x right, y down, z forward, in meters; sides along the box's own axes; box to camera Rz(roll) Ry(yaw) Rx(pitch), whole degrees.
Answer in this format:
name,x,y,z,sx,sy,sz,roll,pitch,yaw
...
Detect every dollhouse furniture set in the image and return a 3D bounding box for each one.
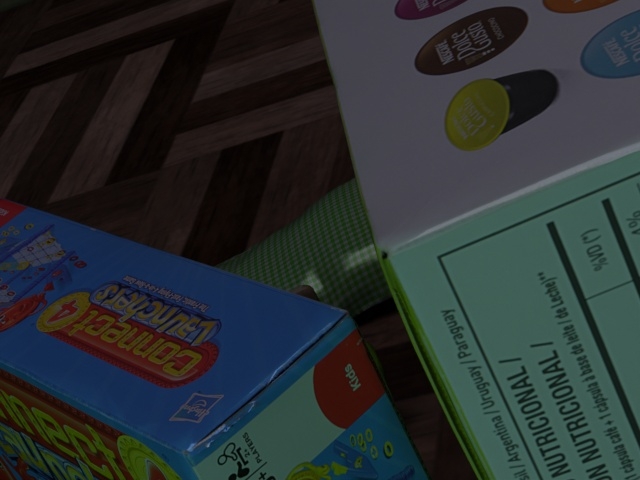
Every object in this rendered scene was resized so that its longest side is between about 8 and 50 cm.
name,x,y,z,sx,sy,sz,roll,pitch,yaw
dollhouse furniture set,0.000,0.000,1.108,0.198,0.151,0.301,-27,27,0

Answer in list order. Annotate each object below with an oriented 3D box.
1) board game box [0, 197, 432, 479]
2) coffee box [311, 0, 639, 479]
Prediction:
name,x,y,z,sx,sy,sz,roll,pitch,yaw
board game box,-0.049,0.144,0.743,0.086,0.302,0.308,-40,30,-24
coffee box,0.216,-0.004,0.730,0.334,0.338,0.337,-23,27,7
